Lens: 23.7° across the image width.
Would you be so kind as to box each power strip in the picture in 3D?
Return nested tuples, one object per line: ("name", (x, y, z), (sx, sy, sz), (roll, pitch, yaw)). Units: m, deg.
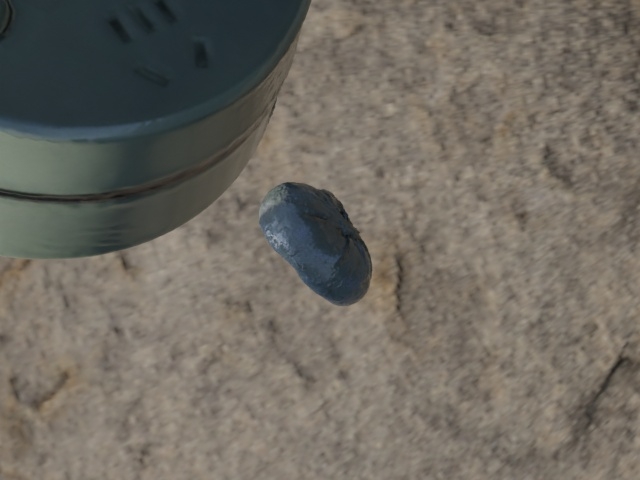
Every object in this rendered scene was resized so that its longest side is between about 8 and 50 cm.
("power strip", (-0.170, -0.176, 0.992), (0.357, 0.357, 0.161), (46, 150, 13))

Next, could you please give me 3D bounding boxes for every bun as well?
("bun", (0.000, 0.000, 0.896), (0.045, 0.083, 0.083), (-41, 79, 9))
